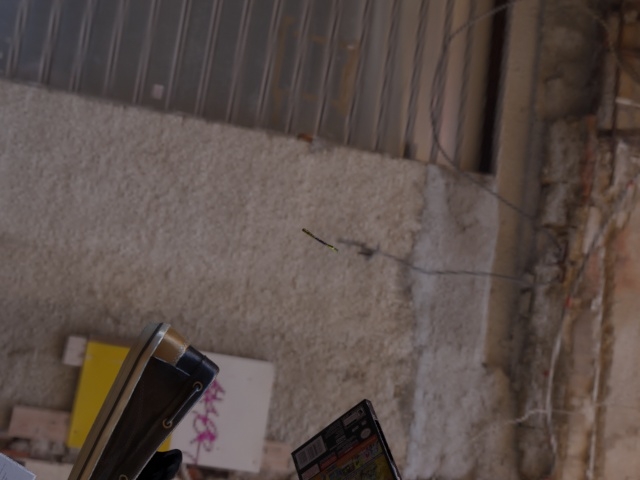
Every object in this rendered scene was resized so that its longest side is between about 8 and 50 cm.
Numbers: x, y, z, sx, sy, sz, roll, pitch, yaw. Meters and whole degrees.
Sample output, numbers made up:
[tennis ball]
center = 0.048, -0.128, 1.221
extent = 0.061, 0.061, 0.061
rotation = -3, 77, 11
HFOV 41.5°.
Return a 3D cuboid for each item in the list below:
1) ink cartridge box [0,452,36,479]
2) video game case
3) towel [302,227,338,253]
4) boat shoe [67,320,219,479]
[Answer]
[ink cartridge box]
center = -0.808, 0.488, 1.810
extent = 0.226, 0.306, 0.131
rotation = -15, -138, 40
[video game case]
center = 0.061, 0.582, 2.159
extent = 0.275, 0.035, 0.248
rotation = -40, -134, 19
[towel]
center = 0.000, 0.000, 1.793
extent = 0.009, 0.083, 0.060
rotation = -58, 162, -2
[boat shoe]
center = -0.317, 0.374, 1.392
extent = 0.500, 0.156, 0.187
rotation = -63, -176, 12
